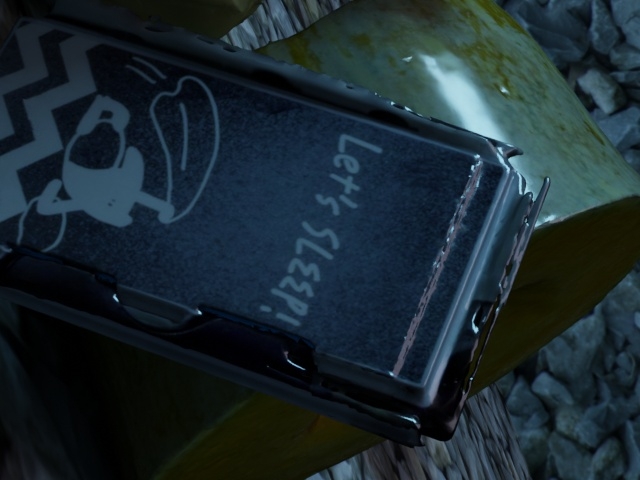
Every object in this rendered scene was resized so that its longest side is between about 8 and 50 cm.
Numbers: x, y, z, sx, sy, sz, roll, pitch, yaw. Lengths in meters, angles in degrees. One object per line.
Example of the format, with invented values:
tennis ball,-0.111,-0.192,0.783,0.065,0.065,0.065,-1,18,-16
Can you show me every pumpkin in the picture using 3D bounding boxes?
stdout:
pumpkin,0.000,0.000,1.002,0.199,0.332,0.332,56,7,16

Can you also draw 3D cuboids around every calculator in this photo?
calculator,-0.044,-0.018,0.826,0.028,0.274,0.166,94,18,-58

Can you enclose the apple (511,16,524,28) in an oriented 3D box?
apple,0.097,-0.048,1.637,0.348,0.277,0.348,-23,90,-81

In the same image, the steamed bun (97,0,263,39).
steamed bun,-0.119,-0.280,1.202,0.232,0.166,0.273,26,71,-32
